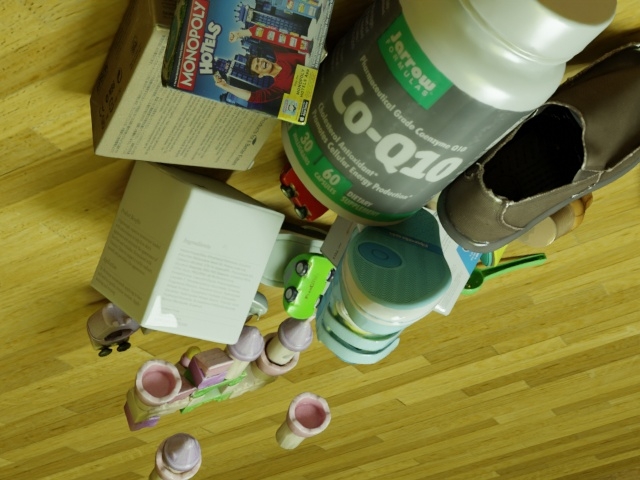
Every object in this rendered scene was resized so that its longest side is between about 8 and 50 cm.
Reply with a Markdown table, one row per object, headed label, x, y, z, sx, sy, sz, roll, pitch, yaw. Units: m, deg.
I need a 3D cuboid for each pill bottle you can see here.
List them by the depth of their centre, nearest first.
| label | x | y | z | sx | sy | sz | roll | pitch | yaw |
| --- | --- | --- | --- | --- | --- | --- | --- | --- | --- |
| pill bottle | 0.128 | -0.185 | 1.195 | 0.204 | 0.204 | 0.361 | 9 | 146 | -32 |

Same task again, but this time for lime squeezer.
| label | x | y | z | sx | sy | sz | roll | pitch | yaw |
| --- | --- | --- | --- | --- | --- | --- | --- | --- | --- |
| lime squeezer | 0.227 | 0.042 | 1.801 | 0.310 | 0.059 | 0.110 | 14 | 144 | -36 |

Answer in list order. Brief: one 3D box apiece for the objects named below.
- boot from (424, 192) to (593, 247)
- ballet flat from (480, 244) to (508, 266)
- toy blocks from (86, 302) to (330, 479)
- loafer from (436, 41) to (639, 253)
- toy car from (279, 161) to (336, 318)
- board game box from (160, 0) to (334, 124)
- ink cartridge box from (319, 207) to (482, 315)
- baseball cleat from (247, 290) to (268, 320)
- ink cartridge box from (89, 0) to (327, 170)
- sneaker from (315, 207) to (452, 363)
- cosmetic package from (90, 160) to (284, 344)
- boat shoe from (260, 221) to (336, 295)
| label | x | y | z | sx | sy | sz | roll | pitch | yaw |
| --- | --- | --- | --- | --- | --- | --- | --- | --- | --- |
| boot | 0.213 | -0.095 | 1.477 | 0.104 | 0.295 | 0.211 | -63 | 168 | 25 |
| ballet flat | 0.254 | -0.032 | 1.664 | 0.077 | 0.077 | 0.231 | -31 | 147 | 2 |
| toy blocks | -0.156 | 0.174 | 1.655 | 0.288 | 0.309 | 0.260 | -15 | 159 | -27 |
| loafer | 0.303 | -0.117 | 1.312 | 0.366 | 0.134 | 0.130 | -40 | 172 | -16 |
| toy car | 0.000 | 0.000 | 1.553 | 0.239 | 0.053 | 0.225 | 15 | 105 | -39 |
| board game box | -0.089 | -0.229 | 1.086 | 0.194 | 0.194 | 0.060 | 14 | 179 | -22 |
| ink cartridge box | 0.117 | 0.000 | 1.517 | 0.190 | 0.082 | 0.140 | 24 | 100 | -25 |
| baseball cleat | -0.163 | 0.036 | 1.578 | 0.205 | 0.109 | 0.072 | 20 | 150 | -7 |
| ink cartridge box | -0.131 | -0.181 | 1.234 | 0.193 | 0.088 | 0.235 | 4 | 148 | -27 |
| sneaker | 0.062 | 0.086 | 1.323 | 0.127 | 0.319 | 0.208 | 23 | 111 | 1 |
| cosmetic package | -0.170 | 0.012 | 1.424 | 0.151 | 0.151 | 0.184 | 17 | 98 | -40 |
| boat shoe | -0.015 | 0.030 | 1.666 | 0.302 | 0.091 | 0.114 | 27 | 95 | -47 |
